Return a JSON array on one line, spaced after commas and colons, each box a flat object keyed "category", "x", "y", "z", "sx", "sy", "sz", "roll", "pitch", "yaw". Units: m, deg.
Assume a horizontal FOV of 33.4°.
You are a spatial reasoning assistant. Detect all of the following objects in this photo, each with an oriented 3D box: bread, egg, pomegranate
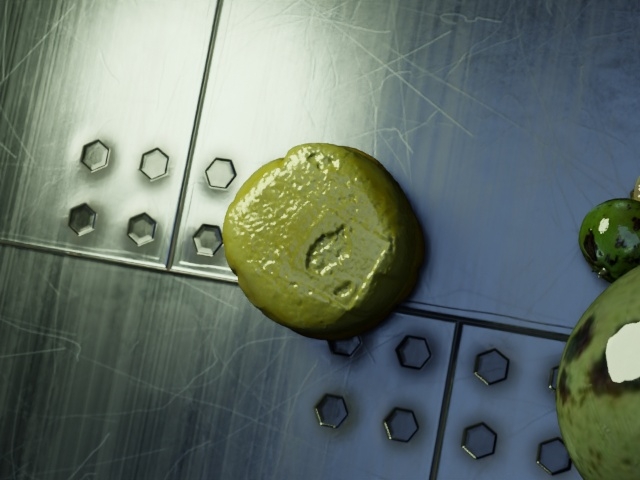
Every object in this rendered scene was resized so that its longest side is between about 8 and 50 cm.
[{"category": "bread", "x": 0.000, "y": 0.000, "z": 1.436, "sx": 0.270, "sy": 0.148, "sz": 0.270, "roll": -1, "pitch": 86, "yaw": 17}, {"category": "egg", "x": 0.478, "y": 0.169, "z": 1.180, "sx": 0.428, "sy": 0.345, "sz": 0.345, "roll": -6, "pitch": 81, "yaw": 11}, {"category": "pomegranate", "x": 0.395, "y": -0.012, "z": 1.356, "sx": 0.122, "sy": 0.122, "sz": 0.161, "roll": 22, "pitch": 61, "yaw": 17}]
